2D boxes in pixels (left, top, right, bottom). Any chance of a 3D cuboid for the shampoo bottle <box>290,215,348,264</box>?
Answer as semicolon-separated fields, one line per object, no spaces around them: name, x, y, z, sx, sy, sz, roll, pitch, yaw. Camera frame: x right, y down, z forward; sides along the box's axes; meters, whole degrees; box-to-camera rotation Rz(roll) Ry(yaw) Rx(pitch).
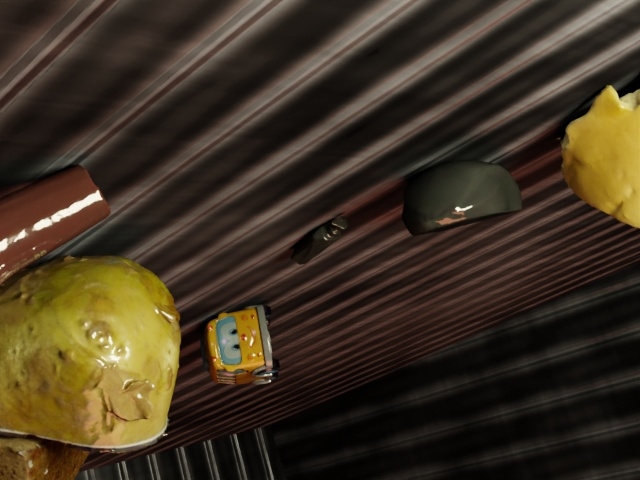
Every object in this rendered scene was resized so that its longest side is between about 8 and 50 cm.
shampoo bottle;0.000;0.000;1.486;0.048;0.027;0.137;-12;164;-34

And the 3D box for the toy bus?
toy bus;-0.150;0.197;1.860;0.136;0.126;0.209;-8;165;-7

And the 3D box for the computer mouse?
computer mouse;0.185;-0.062;1.367;0.138;0.086;0.270;-15;176;20

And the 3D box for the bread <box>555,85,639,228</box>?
bread;0.412;-0.152;1.342;0.211;0.223;0.184;24;-154;39

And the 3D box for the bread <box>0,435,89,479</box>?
bread;-0.361;0.241;1.321;0.113;0.165;0.416;8;-166;-1

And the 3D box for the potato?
potato;-0.308;0.104;1.191;0.300;0.196;0.246;11;-166;-2

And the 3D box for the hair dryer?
hair dryer;-0.328;-0.036;0.804;0.313;0.123;0.340;-34;155;-22
